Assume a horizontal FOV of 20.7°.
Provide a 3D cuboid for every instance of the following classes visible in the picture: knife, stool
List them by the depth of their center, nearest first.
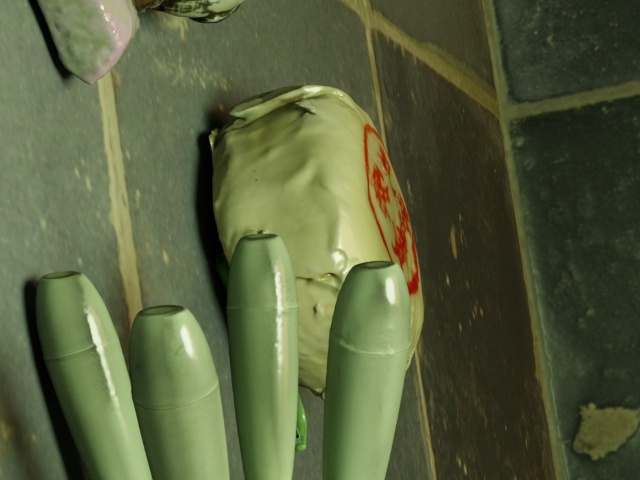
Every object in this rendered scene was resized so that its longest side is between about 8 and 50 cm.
[{"bbox_3d":[-0.056,0.112,1.061,0.195,0.195,0.199,15,-65,58],"label":"stool"},{"bbox_3d":[-0.046,0.086,1.467,0.054,0.015,0.212,-81,155,-49],"label":"knife"}]

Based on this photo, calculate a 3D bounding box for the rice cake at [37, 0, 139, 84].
[{"bbox_3d":[-0.194,-0.266,1.111,0.073,0.056,0.365,-78,153,-57],"label":"rice cake"}]

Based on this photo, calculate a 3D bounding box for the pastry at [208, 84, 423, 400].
[{"bbox_3d":[0.001,0.002,1.445,0.265,0.133,0.265,-12,90,-76],"label":"pastry"}]

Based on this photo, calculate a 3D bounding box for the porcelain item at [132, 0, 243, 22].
[{"bbox_3d":[-0.114,-0.299,1.273,0.186,0.138,0.288,-98,169,-49],"label":"porcelain item"}]
